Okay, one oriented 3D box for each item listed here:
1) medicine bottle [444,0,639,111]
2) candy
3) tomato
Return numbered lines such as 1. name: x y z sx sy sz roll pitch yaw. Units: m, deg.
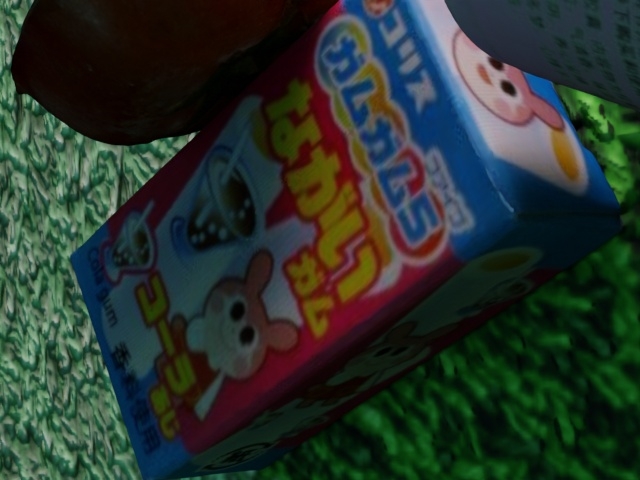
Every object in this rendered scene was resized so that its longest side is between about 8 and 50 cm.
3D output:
1. medicine bottle: 0.199 -0.114 0.533 0.290 0.178 0.178 27 108 40
2. candy: -0.001 0.000 0.777 0.306 0.100 0.157 -37 64 36
3. tomato: -0.058 -0.120 0.763 0.225 0.225 0.085 -40 84 36
